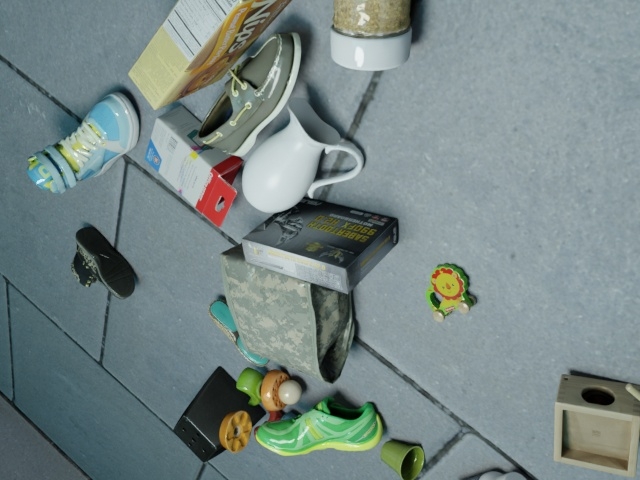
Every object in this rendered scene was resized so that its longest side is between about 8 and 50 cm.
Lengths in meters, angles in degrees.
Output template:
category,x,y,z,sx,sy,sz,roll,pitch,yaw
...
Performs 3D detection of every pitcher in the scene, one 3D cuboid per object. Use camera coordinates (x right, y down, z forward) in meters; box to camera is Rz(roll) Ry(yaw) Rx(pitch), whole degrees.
category,x,y,z,sx,sy,sz,roll,pitch,yaw
pitcher,-0.037,-0.132,1.174,0.177,0.125,0.207,36,126,-8

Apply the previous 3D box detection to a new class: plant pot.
category,x,y,z,sx,sy,sz,roll,pitch,yaw
plant pot,0.181,0.496,1.462,0.079,0.083,0.083,12,127,47
plant pot,-0.298,0.499,1.784,0.188,0.167,0.187,44,136,7

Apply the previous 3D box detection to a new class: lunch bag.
category,x,y,z,sx,sy,sz,roll,pitch,yaw
lunch bag,-0.061,0.147,1.343,0.235,0.169,0.287,15,123,31

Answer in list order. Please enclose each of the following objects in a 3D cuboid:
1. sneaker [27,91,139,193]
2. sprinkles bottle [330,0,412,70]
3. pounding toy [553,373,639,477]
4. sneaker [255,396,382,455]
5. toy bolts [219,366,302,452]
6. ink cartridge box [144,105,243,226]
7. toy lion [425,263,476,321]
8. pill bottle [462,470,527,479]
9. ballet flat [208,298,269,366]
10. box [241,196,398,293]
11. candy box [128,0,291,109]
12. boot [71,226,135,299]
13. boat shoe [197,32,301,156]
category,x,y,z,sx,sy,sz,roll,pitch,yaw
sneaker,-0.552,-0.206,1.465,0.127,0.208,0.319,52,137,-1
sprinkles bottle,0.073,-0.420,0.869,0.121,0.121,0.355,20,129,28
pounding toy,0.497,0.283,1.045,0.206,0.094,0.181,4,117,26
sneaker,-0.005,0.425,1.497,0.295,0.109,0.124,-6,101,5
toy bolts,-0.115,0.458,1.599,0.158,0.218,0.228,1,138,32
ink cartridge box,-0.255,-0.154,1.353,0.231,0.078,0.134,43,137,7
toy lion,0.231,0.092,1.168,0.100,0.034,0.096,-31,90,47
pill bottle,0.348,0.541,1.329,0.108,0.108,0.180,47,137,3
ballet flat,-0.200,0.230,1.601,0.206,0.073,0.067,50,164,3
box,0.000,0.000,1.178,0.231,0.183,0.056,16,127,32
candy box,-0.174,-0.357,1.069,0.087,0.183,0.316,53,137,-5
boot,-0.626,0.094,1.829,0.236,0.085,0.178,51,140,8
boat shoe,-0.131,-0.258,1.144,0.305,0.091,0.109,-44,45,48
